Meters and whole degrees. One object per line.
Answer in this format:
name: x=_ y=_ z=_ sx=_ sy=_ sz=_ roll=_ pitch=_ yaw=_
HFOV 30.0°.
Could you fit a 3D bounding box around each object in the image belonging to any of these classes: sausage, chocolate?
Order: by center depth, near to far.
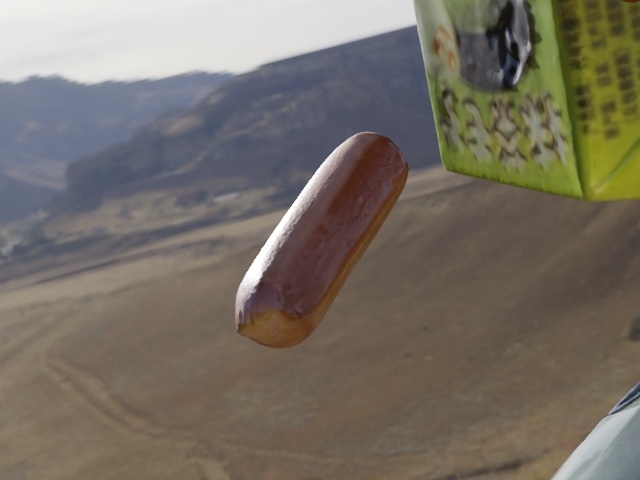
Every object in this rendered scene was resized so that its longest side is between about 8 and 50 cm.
sausage: x=0.000 y=0.000 z=0.558 sx=0.039 sy=0.041 sz=0.131 roll=-28 pitch=21 yaw=47
chocolate: x=0.199 y=-0.181 z=1.046 sx=0.137 sy=0.289 sz=0.301 roll=-17 pitch=14 yaw=-17

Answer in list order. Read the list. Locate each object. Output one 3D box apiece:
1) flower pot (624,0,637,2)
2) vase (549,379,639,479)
flower pot: x=0.187 y=-0.252 z=0.742 sx=0.190 sy=0.173 sz=0.190 roll=21 pitch=25 yaw=-10
vase: x=0.142 y=0.062 z=0.407 sx=0.086 sy=0.086 sz=0.214 roll=-7 pitch=29 yaw=45
